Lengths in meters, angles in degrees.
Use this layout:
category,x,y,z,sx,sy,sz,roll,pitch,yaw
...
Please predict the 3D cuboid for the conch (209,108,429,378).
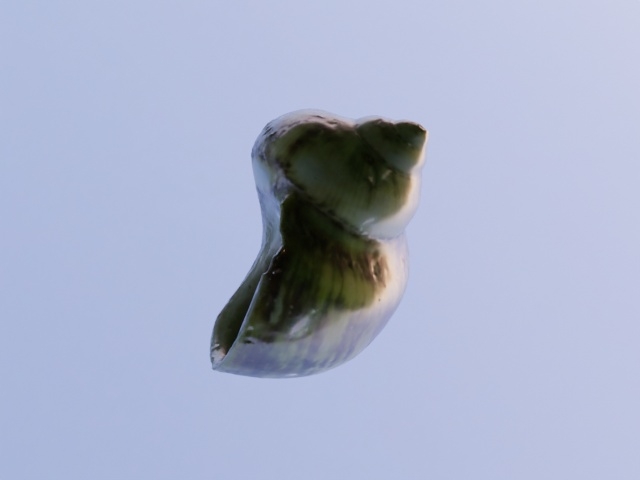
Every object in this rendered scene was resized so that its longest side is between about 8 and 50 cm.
category,x,y,z,sx,sy,sz,roll,pitch,yaw
conch,0.003,0.000,1.237,0.124,0.181,0.187,12,-154,-1
